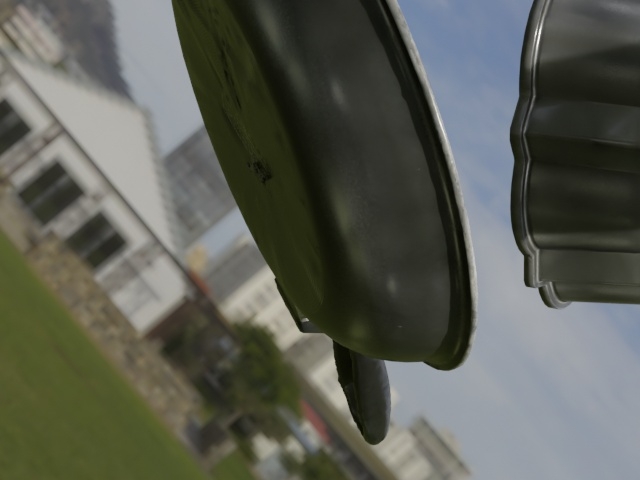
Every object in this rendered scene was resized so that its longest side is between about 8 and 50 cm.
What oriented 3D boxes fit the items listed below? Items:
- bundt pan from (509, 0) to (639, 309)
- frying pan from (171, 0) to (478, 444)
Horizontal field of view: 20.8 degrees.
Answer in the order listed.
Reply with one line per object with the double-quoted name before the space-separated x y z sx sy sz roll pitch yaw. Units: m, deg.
"bundt pan" 0.246 -0.101 1.195 0.124 0.331 0.331 12 -23 25
"frying pan" -0.012 -0.027 0.650 0.326 0.053 0.197 118 -51 -73
